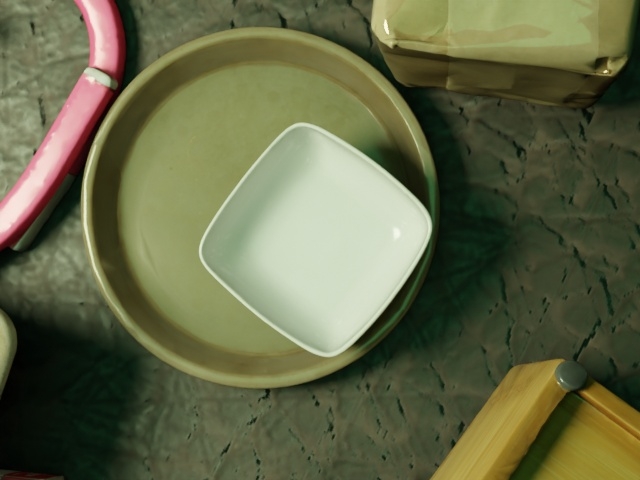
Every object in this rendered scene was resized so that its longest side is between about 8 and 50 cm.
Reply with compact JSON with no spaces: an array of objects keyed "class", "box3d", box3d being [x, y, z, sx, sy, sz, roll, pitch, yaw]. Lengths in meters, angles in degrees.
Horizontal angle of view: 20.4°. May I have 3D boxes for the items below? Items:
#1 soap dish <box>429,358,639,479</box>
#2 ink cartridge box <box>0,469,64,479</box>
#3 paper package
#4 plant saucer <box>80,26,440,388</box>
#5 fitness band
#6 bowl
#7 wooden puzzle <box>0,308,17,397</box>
[{"class":"soap dish","box3d":[0.207,0.236,1.245,0.291,0.118,0.229,36,54,8]},{"class":"ink cartridge box","box3d":[-0.283,0.229,1.376,0.150,0.063,0.109,5,88,8]},{"class":"paper package","box3d":[0.143,-0.265,1.221,0.168,0.309,0.325,9,90,4]},{"class":"plant saucer","box3d":[-0.046,-0.025,1.370,0.278,0.041,0.278,0,88,7]},{"class":"fitness band","box3d":[-0.280,-0.109,1.393,0.209,0.054,0.291,33,91,7]},{"class":"bowl","box3d":[0.000,0.000,1.318,0.142,0.053,0.142,38,92,7]},{"class":"wooden puzzle","box3d":[-0.393,0.164,1.344,0.348,0.080,0.322,16,86,33]}]
